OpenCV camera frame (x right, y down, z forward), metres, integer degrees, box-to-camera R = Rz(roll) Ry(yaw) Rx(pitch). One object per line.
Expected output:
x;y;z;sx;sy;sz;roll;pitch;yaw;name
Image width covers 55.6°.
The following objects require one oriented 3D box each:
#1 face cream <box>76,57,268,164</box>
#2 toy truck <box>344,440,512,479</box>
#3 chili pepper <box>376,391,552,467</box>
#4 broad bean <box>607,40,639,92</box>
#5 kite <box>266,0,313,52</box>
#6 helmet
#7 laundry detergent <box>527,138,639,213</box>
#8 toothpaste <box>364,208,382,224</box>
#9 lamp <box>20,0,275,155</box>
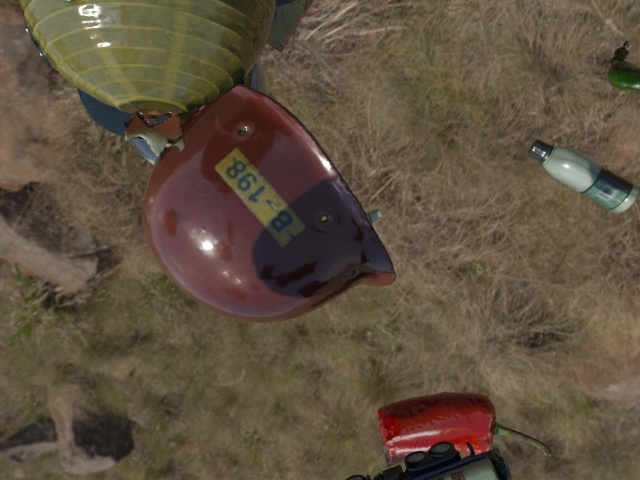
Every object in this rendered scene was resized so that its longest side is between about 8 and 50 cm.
-0.238;-0.276;1.089;0.220;0.357;0.312;13;99;17;face cream
0.115;0.290;0.676;0.202;0.088;0.074;-17;99;-5;toy truck
0.287;0.368;1.232;0.339;0.131;0.134;-7;131;2;chili pepper
0.619;-0.316;1.063;0.049;0.144;0.292;45;165;-27;broad bean
-0.137;-0.547;1.170;0.328;0.013;0.377;-8;93;-11;kite
-0.108;-0.007;0.855;0.385;0.230;0.337;50;161;-4;helmet
0.532;-0.138;1.248;0.226;0.099;0.070;30;97;5;laundry detergent
0.001;0.001;1.175;0.069;0.269;0.047;66;169;-6;toothpaste
-0.164;-0.220;0.604;0.250;0.250;0.284;-7;85;33;lamp
